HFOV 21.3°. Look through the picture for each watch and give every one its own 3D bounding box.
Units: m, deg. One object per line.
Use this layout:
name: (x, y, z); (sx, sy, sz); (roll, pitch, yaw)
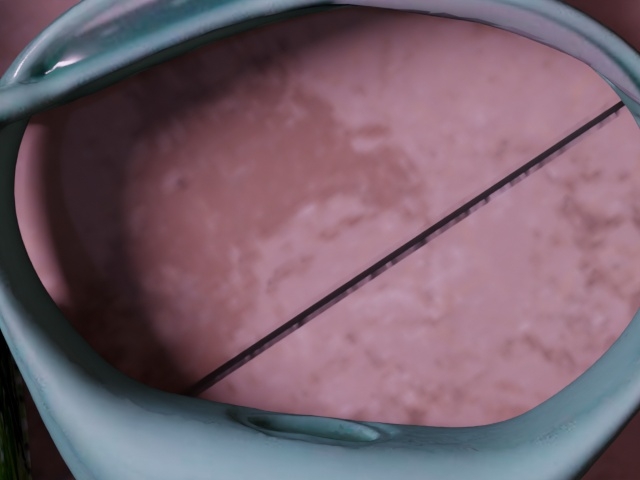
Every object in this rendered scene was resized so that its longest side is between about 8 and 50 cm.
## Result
watch: (0.000, 0.000, 0.530); (0.237, 0.068, 0.195); (6, 96, 0)

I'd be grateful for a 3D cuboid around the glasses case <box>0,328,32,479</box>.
glasses case: (-0.234, 0.074, 0.551); (0.272, 0.062, 0.095); (-4, 101, 3)
